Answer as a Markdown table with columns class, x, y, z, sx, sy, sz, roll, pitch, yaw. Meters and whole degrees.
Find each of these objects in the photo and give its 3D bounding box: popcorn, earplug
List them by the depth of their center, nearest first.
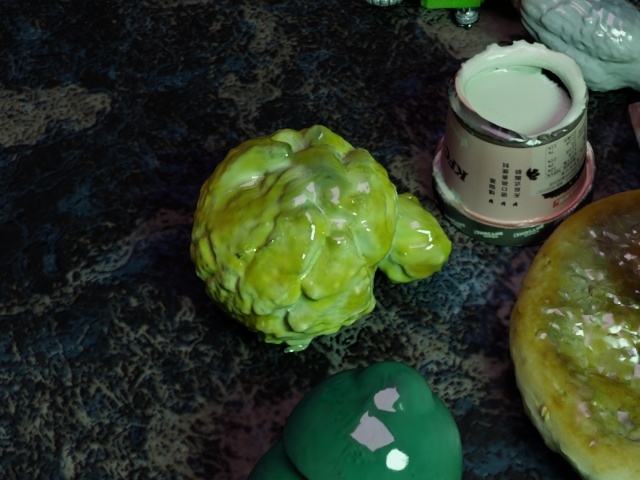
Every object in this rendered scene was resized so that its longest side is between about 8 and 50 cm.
| class | x | y | z | sx | sy | sz | roll | pitch | yaw |
| --- | --- | --- | --- | --- | --- | --- | --- | --- | --- |
| earplug | 0.026 | 0.227 | 0.979 | 0.164 | 0.280 | 0.257 | 10 | 14 | -12 |
| popcorn | 0.000 | 0.000 | 1.167 | 0.212 | 0.198 | 0.198 | 0 | 47 | -26 |

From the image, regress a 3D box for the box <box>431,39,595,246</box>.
| class | x | y | z | sx | sy | sz | roll | pitch | yaw |
| --- | --- | --- | --- | --- | --- | --- | --- | --- | --- |
| box | 0.175 | -0.092 | 1.234 | 0.151 | 0.135 | 0.151 | -2 | 53 | 3 |

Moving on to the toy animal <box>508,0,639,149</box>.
| class | x | y | z | sx | sy | sz | roll | pitch | yaw |
| --- | --- | --- | --- | --- | --- | --- | --- | --- | --- |
| toy animal | 0.276 | -0.188 | 1.308 | 0.195 | 0.090 | 0.324 | 4 | 50 | -19 |

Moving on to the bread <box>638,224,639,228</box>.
| class | x | y | z | sx | sy | sz | roll | pitch | yaw |
| --- | --- | --- | --- | --- | --- | --- | --- | --- | --- |
| bread | 0.415 | 0.071 | 0.975 | 0.237 | 0.165 | 0.375 | -13 | 54 | -20 |

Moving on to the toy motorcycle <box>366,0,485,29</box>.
| class | x | y | z | sx | sy | sz | roll | pitch | yaw |
| --- | --- | --- | --- | --- | --- | --- | --- | --- | --- |
| toy motorcycle | 0.134 | -0.278 | 1.430 | 0.190 | 0.074 | 0.106 | -3 | 43 | 3 |

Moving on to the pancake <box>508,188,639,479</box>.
| class | x | y | z | sx | sy | sz | roll | pitch | yaw |
| --- | --- | --- | --- | --- | --- | --- | --- | --- | --- |
| pancake | 0.341 | 0.087 | 1.110 | 0.387 | 0.082 | 0.387 | 0 | 49 | 0 |
